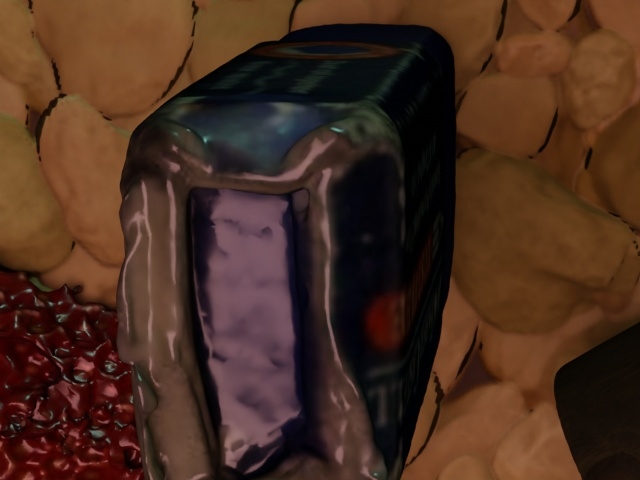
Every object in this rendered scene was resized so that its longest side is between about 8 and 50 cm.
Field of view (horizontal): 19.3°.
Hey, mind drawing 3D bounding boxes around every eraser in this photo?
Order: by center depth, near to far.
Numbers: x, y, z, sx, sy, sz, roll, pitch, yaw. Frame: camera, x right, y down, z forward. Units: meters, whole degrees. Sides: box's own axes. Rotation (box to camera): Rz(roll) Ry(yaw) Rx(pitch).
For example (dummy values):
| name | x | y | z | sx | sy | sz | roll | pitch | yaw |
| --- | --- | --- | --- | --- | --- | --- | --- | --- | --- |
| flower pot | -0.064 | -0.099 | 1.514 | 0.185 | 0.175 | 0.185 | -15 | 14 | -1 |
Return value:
| name | x | y | z | sx | sy | sz | roll | pitch | yaw |
| --- | --- | --- | --- | --- | --- | --- | --- | --- | --- |
| eraser | 0.000 | 0.000 | 0.777 | 0.101 | 0.332 | 0.155 | 1 | 102 | 9 |

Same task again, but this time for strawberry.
| name | x | y | z | sx | sy | sz | roll | pitch | yaw |
| --- | --- | --- | --- | --- | --- | --- | --- | --- | --- |
| strawberry | -0.198 | 0.099 | 0.953 | 0.286 | 0.106 | 0.188 | -1 | 104 | 10 |

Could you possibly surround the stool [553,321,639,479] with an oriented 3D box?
| name | x | y | z | sx | sy | sz | roll | pitch | yaw |
| --- | --- | --- | --- | --- | --- | --- | --- | --- | --- |
| stool | 0.258 | 0.070 | 0.827 | 0.264 | 0.179 | 0.179 | -31 | 95 | 14 |
